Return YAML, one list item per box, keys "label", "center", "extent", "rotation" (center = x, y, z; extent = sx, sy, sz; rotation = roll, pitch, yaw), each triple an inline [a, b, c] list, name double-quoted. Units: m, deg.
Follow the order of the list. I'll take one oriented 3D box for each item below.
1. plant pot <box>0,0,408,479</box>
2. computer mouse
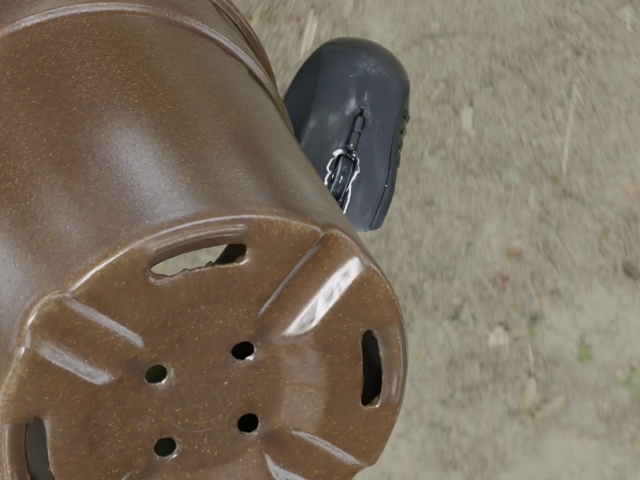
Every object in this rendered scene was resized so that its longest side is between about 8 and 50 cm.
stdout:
- label: "plant pot"
  center: [-0.062, 0.010, 0.564]
  extent: [0.167, 0.165, 0.167]
  rotation: [-11, 122, -19]
- label: "computer mouse"
  center: [0.000, 0.000, 0.901]
  extent: [0.071, 0.041, 0.242]
  rotation: [16, 67, -11]
